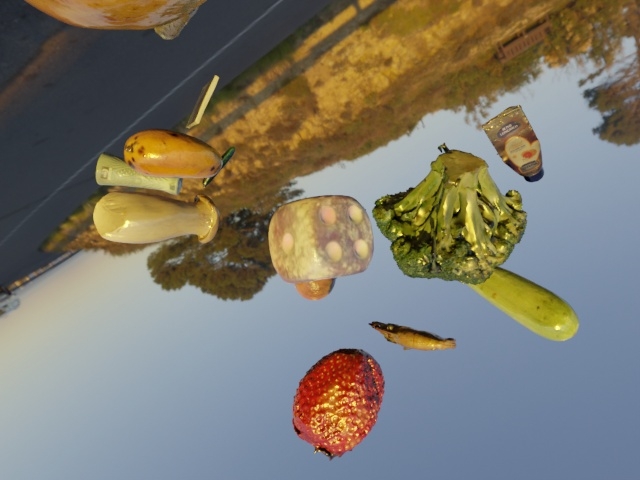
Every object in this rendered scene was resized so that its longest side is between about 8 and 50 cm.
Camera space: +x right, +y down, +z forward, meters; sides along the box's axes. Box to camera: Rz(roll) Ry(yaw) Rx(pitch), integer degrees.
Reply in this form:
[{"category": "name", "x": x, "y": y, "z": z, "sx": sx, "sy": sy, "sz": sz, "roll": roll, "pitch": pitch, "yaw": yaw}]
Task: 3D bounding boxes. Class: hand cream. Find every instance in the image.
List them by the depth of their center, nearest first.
[{"category": "hand cream", "x": 0.325, "y": -0.150, "z": 0.681, "sx": 0.062, "sy": 0.163, "sz": 0.038, "roll": -26, "pitch": -132, "yaw": 32}]

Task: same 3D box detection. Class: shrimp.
[{"category": "shrimp", "x": 0.239, "y": 0.263, "z": 1.110, "sx": 0.262, "sy": 0.117, "sz": 0.066, "roll": 2, "pitch": -106, "yaw": 58}]

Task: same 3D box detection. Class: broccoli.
[{"category": "broccoli", "x": 0.280, "y": -0.063, "z": 0.911, "sx": 0.322, "sy": 0.283, "sz": 0.304, "roll": -30, "pitch": -131, "yaw": -23}]

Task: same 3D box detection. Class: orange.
[{"category": "orange", "x": -0.014, "y": 0.127, "z": 1.694, "sx": 0.172, "sy": 0.239, "sz": 0.240, "roll": 11, "pitch": -153, "yaw": 6}]

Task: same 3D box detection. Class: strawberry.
[{"category": "strawberry", "x": 0.051, "y": 0.430, "z": 1.160, "sx": 0.239, "sy": 0.287, "sz": 0.250, "roll": 15, "pitch": -158, "yaw": 13}]

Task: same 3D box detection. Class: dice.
[{"category": "dice", "x": 0.000, "y": 0.000, "z": 1.426, "sx": 0.272, "sy": 0.269, "sz": 0.270, "roll": -4, "pitch": 172, "yaw": -38}]

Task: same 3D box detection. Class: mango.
[{"category": "mango", "x": -0.273, "y": -0.159, "z": 0.787, "sx": 0.178, "sy": 0.089, "sz": 0.115, "roll": 7, "pitch": 179, "yaw": -22}]

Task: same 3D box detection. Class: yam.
[{"category": "yam", "x": -0.291, "y": -0.515, "z": 0.879, "sx": 0.318, "sy": 0.071, "sz": 0.067, "roll": 2, "pitch": -100, "yaw": 56}]

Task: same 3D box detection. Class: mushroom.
[{"category": "mushroom", "x": -0.296, "y": -0.042, "z": 0.766, "sx": 0.213, "sy": 0.096, "sz": 0.088, "roll": -6, "pitch": 140, "yaw": -26}]

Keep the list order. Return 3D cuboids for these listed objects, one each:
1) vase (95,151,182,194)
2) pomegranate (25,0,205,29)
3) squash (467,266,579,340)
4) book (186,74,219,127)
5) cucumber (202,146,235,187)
[{"category": "vase", "x": -0.518, "y": -0.188, "z": 1.209, "sx": 0.096, "sy": 0.220, "sz": 0.095, "roll": -170, "pitch": -90, "yaw": -81}, {"category": "pomegranate", "x": -0.229, "y": -0.442, "z": 0.469, "sx": 0.411, "sy": 0.409, "sz": 0.410, "roll": -32, "pitch": -164, "yaw": 10}, {"category": "squash", "x": 0.515, "y": 0.139, "z": 1.141, "sx": 0.118, "sy": 0.118, "sz": 0.371, "roll": -39, "pitch": -130, "yaw": -18}, {"category": "book", "x": -0.339, "y": -0.389, "z": 1.185, "sx": 0.199, "sy": 0.016, "sz": 0.138, "roll": 22, "pitch": -92, "yaw": 64}, {"category": "cucumber", "x": -0.371, "y": -0.269, "z": 1.509, "sx": 0.184, "sy": 0.033, "sz": 0.036, "roll": -50, "pitch": 154, "yaw": -4}]
